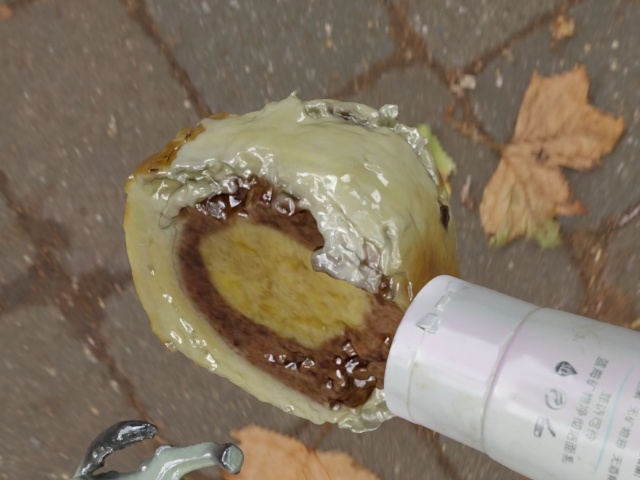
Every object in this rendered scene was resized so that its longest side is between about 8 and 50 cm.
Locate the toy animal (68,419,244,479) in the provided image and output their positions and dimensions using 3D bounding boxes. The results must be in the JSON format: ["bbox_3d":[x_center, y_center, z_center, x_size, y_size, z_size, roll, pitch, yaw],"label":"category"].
[{"bbox_3d":[-0.131,0.201,0.896,0.176,0.073,0.217,1,76,44],"label":"toy animal"}]

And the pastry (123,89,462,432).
[{"bbox_3d":[-0.004,0.004,1.208,0.236,0.256,0.170,13,52,28],"label":"pastry"}]

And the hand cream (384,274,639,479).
[{"bbox_3d":[0.178,0.090,0.678,0.312,0.070,0.111,21,87,26],"label":"hand cream"}]
